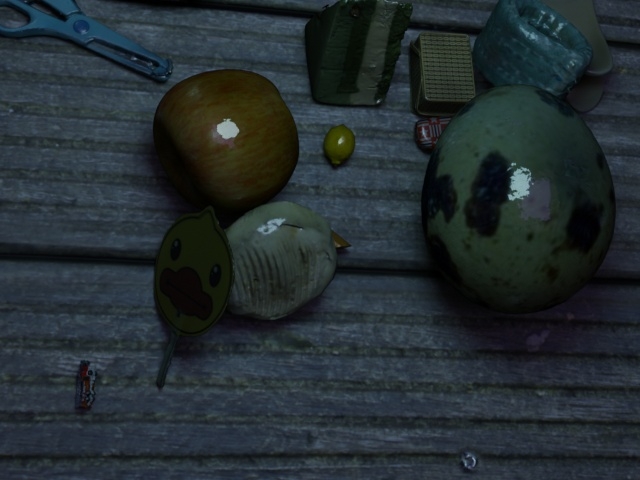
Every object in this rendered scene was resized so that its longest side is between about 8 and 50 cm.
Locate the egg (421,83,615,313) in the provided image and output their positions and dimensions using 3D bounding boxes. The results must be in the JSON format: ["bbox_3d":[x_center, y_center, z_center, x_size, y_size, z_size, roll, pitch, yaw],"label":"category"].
[{"bbox_3d":[0.355,-0.080,1.631,0.345,0.345,0.428,8,76,-10],"label":"egg"}]

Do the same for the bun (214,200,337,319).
[{"bbox_3d":[-0.085,0.026,1.592,0.239,0.239,0.141,-12,45,-15],"label":"bun"}]

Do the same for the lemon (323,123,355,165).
[{"bbox_3d":[0.036,-0.184,1.739,0.062,0.062,0.083,11,88,-9],"label":"lemon"}]

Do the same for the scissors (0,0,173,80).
[{"bbox_3d":[-0.455,-0.407,1.705,0.392,0.032,0.180,27,72,-3],"label":"scissors"}]

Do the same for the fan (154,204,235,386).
[{"bbox_3d":[-0.234,0.097,1.557,0.011,0.229,0.335,9,104,-44],"label":"fan"}]

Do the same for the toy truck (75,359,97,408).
[{"bbox_3d":[-0.404,0.248,1.555,0.032,0.024,0.083,0,78,18],"label":"toy truck"}]

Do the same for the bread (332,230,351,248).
[{"bbox_3d":[0.001,0.001,1.691,0.103,0.049,0.062,37,72,1],"label":"bread"}]

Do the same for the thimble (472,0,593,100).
[{"bbox_3d":[0.413,-0.364,1.758,0.198,0.143,0.235,-8,50,-39],"label":"thimble"}]

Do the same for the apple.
[{"bbox_3d":[-0.156,-0.179,1.596,0.264,0.264,0.264,3,76,-11],"label":"apple"}]

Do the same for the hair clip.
[{"bbox_3d":[0.524,-0.417,1.885,0.172,0.113,0.282,-17,75,-16],"label":"hair clip"}]

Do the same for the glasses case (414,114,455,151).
[{"bbox_3d":[0.282,-0.213,1.804,0.194,0.049,0.073,-5,80,-13],"label":"glasses case"}]

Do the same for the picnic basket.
[{"bbox_3d":[0.242,-0.333,1.810,0.115,0.079,0.164,0,76,-12],"label":"picnic basket"}]

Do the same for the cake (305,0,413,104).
[{"bbox_3d":[0.075,-0.349,1.685,0.158,0.283,0.172,-3,93,-13],"label":"cake"}]
